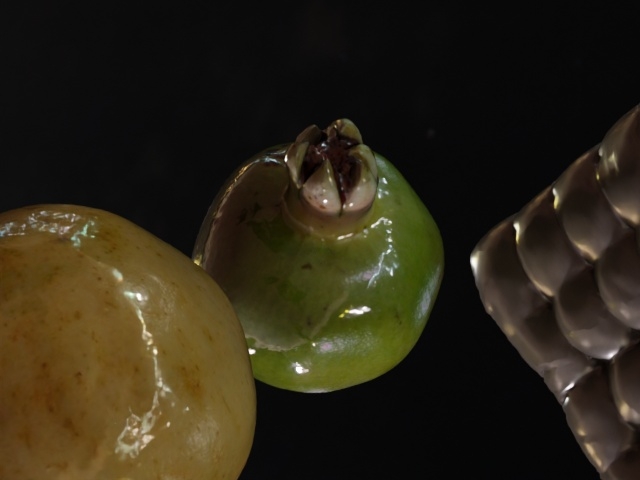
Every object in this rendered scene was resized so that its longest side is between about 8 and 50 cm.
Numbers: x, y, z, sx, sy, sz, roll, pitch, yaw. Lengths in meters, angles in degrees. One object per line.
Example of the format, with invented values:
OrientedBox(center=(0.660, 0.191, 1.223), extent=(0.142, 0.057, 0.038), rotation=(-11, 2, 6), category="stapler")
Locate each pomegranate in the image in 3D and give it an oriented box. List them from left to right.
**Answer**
OrientedBox(center=(-0.119, 0.083, 0.829), extent=(0.196, 0.196, 0.196), rotation=(-26, -131, 35), category="pomegranate")
OrientedBox(center=(-0.001, 0.015, 1.217), extent=(0.210, 0.179, 0.179), rotation=(109, 6, -84), category="pomegranate")

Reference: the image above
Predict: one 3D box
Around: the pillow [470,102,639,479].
OrientedBox(center=(0.253, 0.086, 1.210), extent=(0.228, 0.101, 0.326), rotation=(-43, -110, 45), category="pillow")
